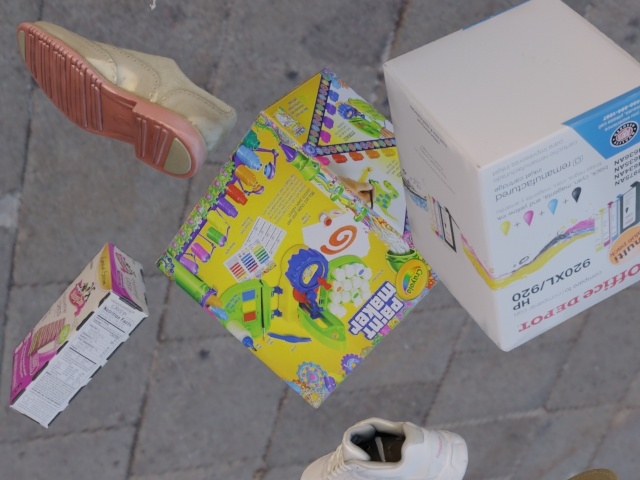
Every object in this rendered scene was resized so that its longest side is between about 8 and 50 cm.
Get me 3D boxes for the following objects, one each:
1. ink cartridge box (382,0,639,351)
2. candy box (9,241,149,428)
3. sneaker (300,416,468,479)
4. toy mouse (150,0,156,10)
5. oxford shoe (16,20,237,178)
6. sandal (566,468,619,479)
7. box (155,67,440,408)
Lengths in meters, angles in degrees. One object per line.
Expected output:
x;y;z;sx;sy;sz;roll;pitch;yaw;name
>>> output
0.180;-0.058;0.955;0.171;0.168;0.232;-26;136;-10;ink cartridge box
-0.351;0.134;1.561;0.071;0.159;0.233;38;101;-26;candy box
0.050;0.249;1.249;0.232;0.090;0.115;-26;132;36;sneaker
-0.153;-0.312;0.983;0.031;0.143;0.161;-34;-179;-36;toy mouse
-0.315;-0.247;1.740;0.146;0.397;0.140;-46;165;-35;oxford shoe
0.297;0.391;1.356;0.240;0.088;0.079;-44;114;1;sandal
0.000;0.000;1.340;0.290;0.279;0.177;-50;176;37;box
